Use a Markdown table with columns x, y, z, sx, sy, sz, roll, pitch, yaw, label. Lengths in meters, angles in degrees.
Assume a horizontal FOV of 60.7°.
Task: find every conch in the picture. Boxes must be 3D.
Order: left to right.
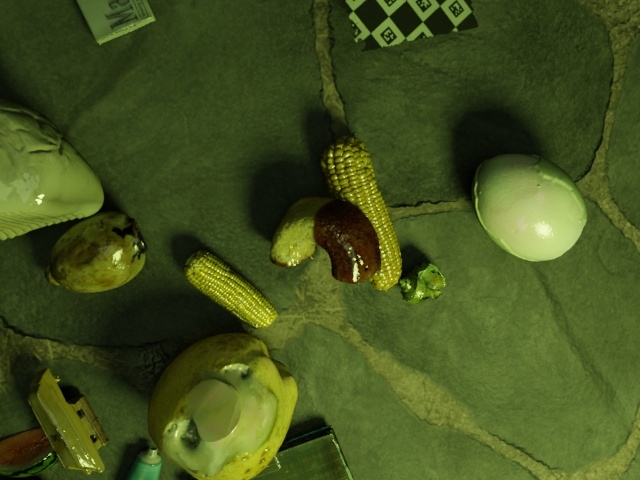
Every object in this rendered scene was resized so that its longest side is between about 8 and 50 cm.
| x | y | z | sx | sy | sz | roll | pitch | yaw | label |
| --- | --- | --- | --- | --- | --- | --- | --- | --- | --- |
| 0.204 | 0.085 | 1.084 | 0.121 | 0.074 | 0.089 | 12 | 118 | -31 | conch |

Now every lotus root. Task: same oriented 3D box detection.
| x | y | z | sx | sy | sz | roll | pitch | yaw | label |
| --- | --- | --- | --- | --- | --- | --- | --- | --- | --- |
| -0.413 | 0.031 | 0.997 | 0.214 | 0.138 | 0.138 | -28 | 99 | 10 | lotus root |

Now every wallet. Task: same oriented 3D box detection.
| x | y | z | sx | sy | sz | roll | pitch | yaw | label |
| --- | --- | --- | --- | --- | --- | --- | --- | --- | --- |
| -0.096 | 0.504 | 1.121 | 0.317 | 0.044 | 0.169 | -21 | 102 | -1 | wallet |

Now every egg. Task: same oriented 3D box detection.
| x | y | z | sx | sy | sz | roll | pitch | yaw | label |
| --- | --- | --- | --- | --- | --- | --- | --- | --- | --- |
| 0.381 | -0.070 | 1.031 | 0.217 | 0.183 | 0.183 | 32 | 93 | -5 | egg |

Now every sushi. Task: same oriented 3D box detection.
| x | y | z | sx | sy | sz | roll | pitch | yaw | label |
| --- | --- | --- | --- | --- | --- | --- | --- | --- | --- |
| 0.137 | -0.507 | 1.022 | 0.264 | 0.050 | 0.290 | -19 | 96 | -17 | sushi |

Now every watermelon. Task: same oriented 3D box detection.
| x | y | z | sx | sy | sz | roll | pitch | yaw | label |
| --- | --- | --- | --- | --- | --- | --- | --- | --- | --- |
| -0.563 | 0.420 | 1.050 | 0.163 | 0.069 | 0.086 | -18 | 99 | -5 | watermelon |

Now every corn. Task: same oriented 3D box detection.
| x | y | z | sx | sy | sz | roll | pitch | yaw | label |
| --- | --- | --- | --- | --- | --- | --- | --- | --- | --- |
| -0.173 | 0.097 | 1.052 | 0.203 | 0.072 | 0.072 | 39 | 92 | -10 | corn |
| 0.085 | -0.048 | 1.044 | 0.102 | 0.102 | 0.312 | -23 | 98 | -3 | corn |

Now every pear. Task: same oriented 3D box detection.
| x | y | z | sx | sy | sz | roll | pitch | yaw | label |
| --- | --- | --- | --- | --- | --- | --- | --- | --- | --- |
| -0.173 | 0.302 | 1.003 | 0.271 | 0.271 | 0.271 | -1 | 97 | -6 | pear |

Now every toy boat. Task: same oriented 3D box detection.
| x | y | z | sx | sy | sz | roll | pitch | yaw | label |
| --- | --- | --- | --- | --- | --- | --- | --- | --- | --- |
| -0.477 | 0.344 | 1.044 | 0.068 | 0.088 | 0.226 | -20 | 99 | 33 | toy boat |

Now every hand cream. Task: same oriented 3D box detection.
| x | y | z | sx | sy | sz | roll | pitch | yaw | label |
| --- | --- | --- | --- | --- | --- | --- | --- | --- | --- |
| -0.371 | 0.513 | 1.098 | 0.083 | 0.048 | 0.224 | 18 | 100 | -10 | hand cream |

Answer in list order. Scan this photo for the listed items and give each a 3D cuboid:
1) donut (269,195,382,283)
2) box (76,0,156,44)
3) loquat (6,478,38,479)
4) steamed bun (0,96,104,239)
| x | y | z | sx | sy | sz | roll | pitch | yaw | label |
| --- | --- | --- | --- | --- | --- | --- | --- | --- | --- |
| -0.001 | -0.001 | 0.997 | 0.217 | 0.085 | 0.141 | 9 | 116 | 22 | donut |
| -0.387 | -0.458 | 0.980 | 0.115 | 0.036 | 0.177 | -24 | 99 | -2 | box |
| -0.551 | 0.529 | 1.022 | 0.195 | 0.152 | 0.152 | 20 | 94 | -11 | loquat |
| -0.577 | -0.125 | 0.892 | 0.384 | 0.247 | 0.236 | -10 | 86 | 6 | steamed bun |
